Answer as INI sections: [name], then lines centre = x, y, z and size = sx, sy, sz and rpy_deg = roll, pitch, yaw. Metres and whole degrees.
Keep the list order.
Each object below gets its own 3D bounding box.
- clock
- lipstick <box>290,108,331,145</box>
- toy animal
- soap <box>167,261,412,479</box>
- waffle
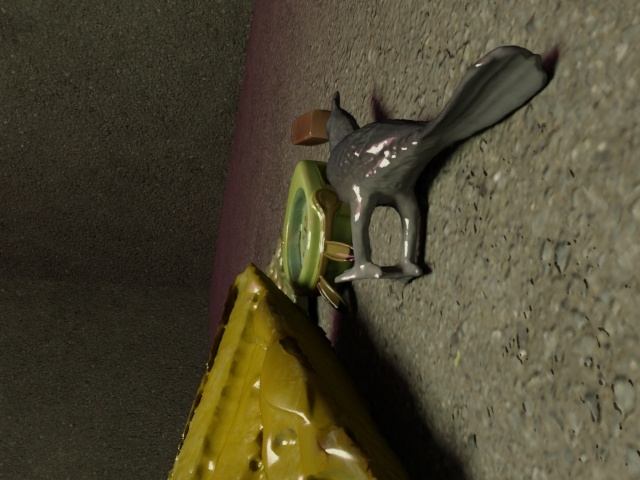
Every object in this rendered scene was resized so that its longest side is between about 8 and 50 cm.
[clock]
centre = 0.000, 0.000, 0.787
size = 0.232, 0.069, 0.170
rpy_deg = -113, 31, -59
[lipstick]
centre = -0.012, -0.183, 0.935
size = 0.145, 0.045, 0.045
rpy_deg = -162, 78, -74
[toy animal]
centre = 0.061, -0.054, 0.541
size = 0.367, 0.081, 0.205
rpy_deg = -152, 65, -70
[soap]
centre = 0.000, 0.143, 0.606
size = 0.305, 0.169, 0.338
rpy_deg = -25, 37, 36
[waffle]
centre = -0.067, 0.149, 1.022
size = 0.309, 0.056, 0.291
rpy_deg = 111, 157, -56
